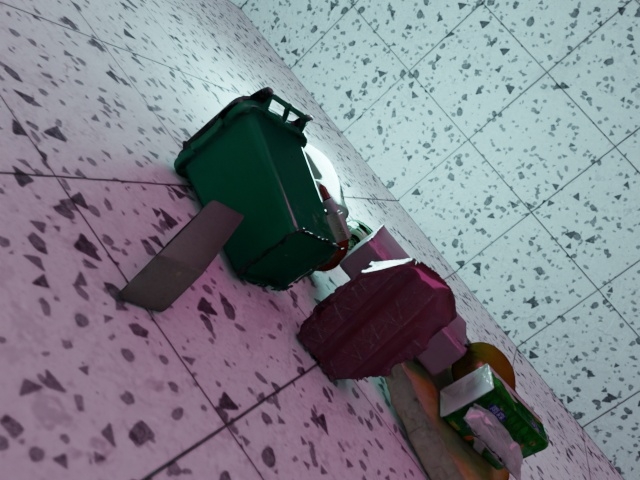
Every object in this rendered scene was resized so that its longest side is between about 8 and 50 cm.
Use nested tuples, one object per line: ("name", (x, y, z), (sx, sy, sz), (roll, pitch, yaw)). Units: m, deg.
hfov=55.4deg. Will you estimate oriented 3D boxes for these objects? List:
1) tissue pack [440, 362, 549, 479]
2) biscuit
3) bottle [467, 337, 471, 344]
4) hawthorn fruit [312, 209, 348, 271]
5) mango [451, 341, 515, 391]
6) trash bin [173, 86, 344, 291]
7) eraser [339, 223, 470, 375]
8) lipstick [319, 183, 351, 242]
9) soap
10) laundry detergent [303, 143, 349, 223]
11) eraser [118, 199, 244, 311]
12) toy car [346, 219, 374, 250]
("tissue pack", (0.391, 0.418, 1.375), (0.209, 0.148, 0.156), (46, 24, -13))
("biscuit", (0.313, 0.443, 1.527), (0.446, 0.104, 0.429), (12, 40, -58))
("bottle", (0.397, 0.335, 1.812), (0.120, 0.120, 0.253), (58, 1, 27))
("hawthorn fruit", (0.000, 0.000, 1.617), (0.169, 0.169, 0.188), (59, 9, 29))
("mango", (0.413, 0.348, 1.545), (0.175, 0.139, 0.254), (50, 19, 16))
("trash bin", (-0.117, -0.109, 1.369), (0.259, 0.295, 0.381), (20, 39, -56))
("eraser", (0.219, 0.142, 1.561), (0.359, 0.122, 0.272), (51, 14, 0))
("lipstick", (0.026, -0.061, 1.294), (0.129, 0.030, 0.030), (68, 22, -4))
("soap", (0.123, 0.162, 1.288), (0.220, 0.325, 0.127), (47, 21, 1))
("laundry detergent", (-0.011, -0.150, 1.969), (0.264, 0.124, 0.398), (35, 24, -41))
("eraser", (-0.233, 0.019, 1.078), (0.077, 0.111, 0.352), (44, 18, -9))
("toy car", (0.195, 0.038, 2.062), (0.306, 0.125, 0.136), (50, 18, -1))
